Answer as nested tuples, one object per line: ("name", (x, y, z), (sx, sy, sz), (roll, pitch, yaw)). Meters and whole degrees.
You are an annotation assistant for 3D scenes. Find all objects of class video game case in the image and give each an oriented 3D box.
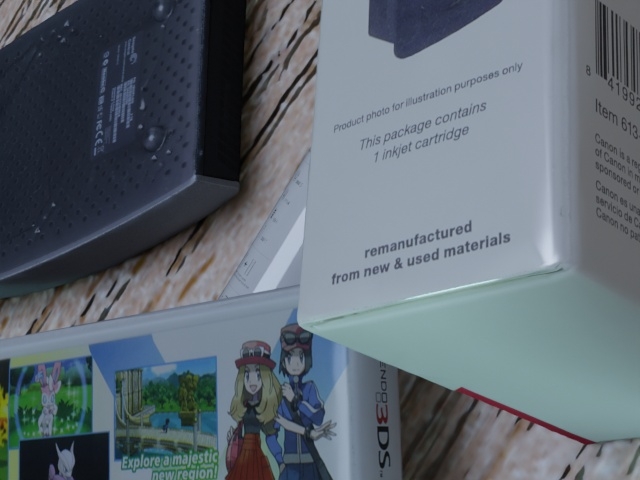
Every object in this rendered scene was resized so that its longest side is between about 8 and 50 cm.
("video game case", (-0.096, 0.186, 0.571), (0.329, 0.036, 0.300), (-12, 75, 41))

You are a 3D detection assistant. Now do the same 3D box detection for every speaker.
("speaker", (0.000, 0.000, 0.591), (0.055, 0.055, 0.136), (36, 97, 46))

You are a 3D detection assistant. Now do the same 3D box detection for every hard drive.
("hard drive", (-0.143, -0.057, 0.756), (0.254, 0.054, 0.172), (-20, 58, 36))

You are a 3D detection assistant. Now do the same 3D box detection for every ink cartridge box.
("ink cartridge box", (0.090, -0.066, 0.450), (0.100, 0.172, 0.237), (-15, 61, 39))
